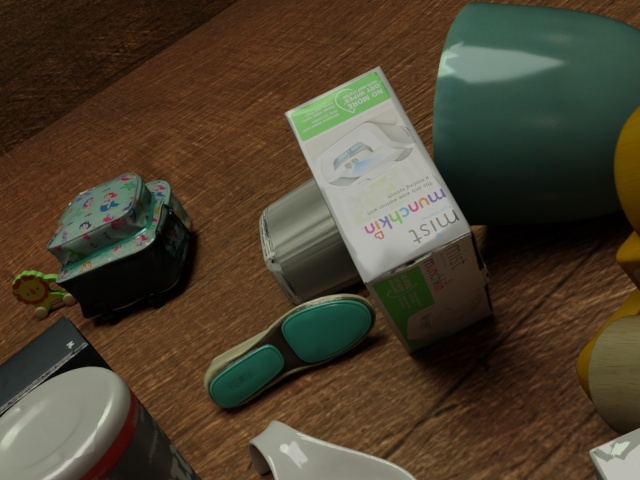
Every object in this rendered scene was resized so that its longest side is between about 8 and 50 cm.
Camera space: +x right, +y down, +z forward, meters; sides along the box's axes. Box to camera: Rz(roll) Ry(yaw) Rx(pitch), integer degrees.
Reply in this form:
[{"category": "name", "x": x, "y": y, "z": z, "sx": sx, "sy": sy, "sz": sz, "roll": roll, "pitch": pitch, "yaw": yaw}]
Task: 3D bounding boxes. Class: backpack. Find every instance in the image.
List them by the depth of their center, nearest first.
[{"category": "backpack", "x": -0.348, "y": -0.006, "z": 1.502, "sx": 0.225, "sy": 0.191, "sz": 0.253, "roll": -22, "pitch": 25, "yaw": 15}]

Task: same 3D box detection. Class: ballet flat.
[{"category": "ballet flat", "x": -0.043, "y": 0.135, "z": 1.115, "sx": 0.248, "sy": 0.086, "sz": 0.086, "roll": -27, "pitch": 29, "yaw": 6}]

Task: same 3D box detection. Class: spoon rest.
[{"category": "spoon rest", "x": 0.002, "y": 0.258, "z": 0.870, "sx": 0.137, "sy": 0.084, "sz": 0.276, "roll": -40, "pitch": 30, "yaw": -19}]

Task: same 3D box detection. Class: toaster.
[{"category": "toaster", "x": 0.000, "y": 0.000, "z": 1.235, "sx": 0.146, "sy": 0.129, "sz": 0.227, "roll": -29, "pitch": 31, "yaw": 9}]

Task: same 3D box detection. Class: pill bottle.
[{"category": "pill bottle", "x": -0.183, "y": 0.272, "z": 0.804, "sx": 0.161, "sy": 0.283, "sz": 0.161, "roll": -22, "pitch": 29, "yaw": 13}]

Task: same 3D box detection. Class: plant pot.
[{"category": "plant pot", "x": 0.302, "y": -0.155, "z": 1.066, "sx": 0.235, "sy": 0.293, "sz": 0.293, "roll": 5, "pitch": 43, "yaw": 27}]

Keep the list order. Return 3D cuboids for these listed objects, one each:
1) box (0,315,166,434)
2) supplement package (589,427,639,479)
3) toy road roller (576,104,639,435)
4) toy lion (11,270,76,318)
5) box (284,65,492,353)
[{"category": "box", "x": -0.311, "y": 0.226, "z": 1.066, "sx": 0.153, "sy": 0.207, "sz": 0.108, "roll": -38, "pitch": 30, "yaw": -16}, {"category": "supplement package", "x": 0.324, "y": 0.227, "z": 0.514, "sx": 0.204, "sy": 0.145, "sz": 0.261, "roll": -25, "pitch": 42, "yaw": 4}, {"category": "toy road roller", "x": 0.350, "y": 0.004, "z": 0.759, "sx": 0.329, "sy": 0.240, "sz": 0.202, "roll": -44, "pitch": 11, "yaw": -20}, {"category": "toy lion", "x": -0.517, "y": 0.092, "z": 1.573, "sx": 0.100, "sy": 0.096, "sz": 0.034, "roll": -24, "pitch": 30, "yaw": 8}, {"category": "box", "x": 0.089, "y": -0.024, "z": 0.976, "sx": 0.127, "sy": 0.262, "sz": 0.231, "roll": -26, "pitch": 64, "yaw": 4}]
